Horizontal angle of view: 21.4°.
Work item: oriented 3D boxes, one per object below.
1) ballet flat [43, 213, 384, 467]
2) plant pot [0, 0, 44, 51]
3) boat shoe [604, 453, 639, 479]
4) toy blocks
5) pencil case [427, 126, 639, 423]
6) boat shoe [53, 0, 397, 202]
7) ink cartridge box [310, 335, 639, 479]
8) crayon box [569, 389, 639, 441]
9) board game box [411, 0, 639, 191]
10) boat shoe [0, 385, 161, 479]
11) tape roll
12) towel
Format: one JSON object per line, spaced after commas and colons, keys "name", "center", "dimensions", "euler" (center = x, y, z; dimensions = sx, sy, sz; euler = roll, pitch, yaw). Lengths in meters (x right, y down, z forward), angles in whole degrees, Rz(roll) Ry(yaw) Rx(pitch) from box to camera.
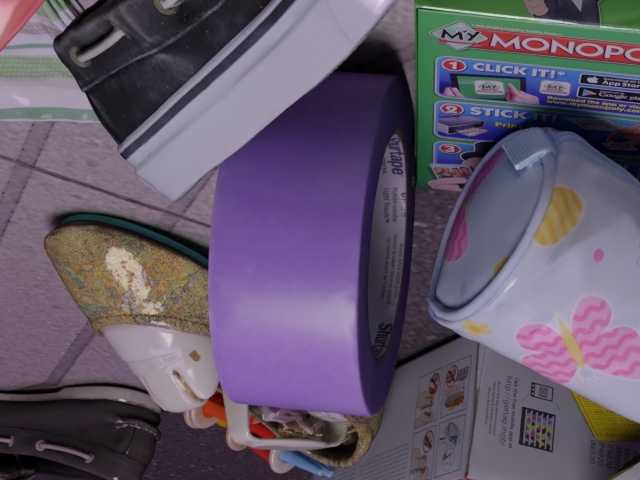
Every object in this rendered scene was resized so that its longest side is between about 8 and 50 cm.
{"name": "ballet flat", "center": [-0.072, 0.091, 1.299], "dimensions": [0.123, 0.123, 0.348], "euler": [-11, 151, 40]}
{"name": "plant pot", "center": [-0.179, -0.187, 0.476], "dimensions": [0.243, 0.275, 0.275], "euler": [33, 149, -29]}
{"name": "boat shoe", "center": [0.279, 0.155, 1.139], "dimensions": [0.114, 0.091, 0.302], "euler": [56, 151, 0]}
{"name": "toy blocks", "center": [-0.063, 0.157, 1.471], "dimensions": [0.148, 0.054, 0.123], "euler": [24, 169, 31]}
{"name": "pencil case", "center": [0.194, 0.043, 0.901], "dimensions": [0.273, 0.113, 0.124], "euler": [24, 127, -16]}
{"name": "boat shoe", "center": [-0.027, -0.129, 0.718], "dimensions": [0.119, 0.121, 0.335], "euler": [42, 137, -7]}
{"name": "ink cartridge box", "center": [0.173, 0.197, 1.449], "dimensions": [0.271, 0.130, 0.309], "euler": [16, 157, -20]}
{"name": "crayon box", "center": [0.260, 0.056, 1.123], "dimensions": [0.202, 0.081, 0.318], "euler": [1, 158, 18]}
{"name": "board game box", "center": [0.207, -0.070, 0.876], "dimensions": [0.317, 0.046, 0.213], "euler": [7, 158, 5]}
{"name": "boat shoe", "center": [-0.295, 0.209, 1.706], "dimensions": [0.335, 0.096, 0.112], "euler": [-11, 151, 40]}
{"name": "tape roll", "center": [0.000, 0.000, 0.938], "dimensions": [0.080, 0.189, 0.189], "euler": [4, 158, 10]}
{"name": "towel", "center": [-0.175, -0.107, 0.964], "dimensions": [0.113, 0.023, 0.152], "euler": [1, 157, 18]}
